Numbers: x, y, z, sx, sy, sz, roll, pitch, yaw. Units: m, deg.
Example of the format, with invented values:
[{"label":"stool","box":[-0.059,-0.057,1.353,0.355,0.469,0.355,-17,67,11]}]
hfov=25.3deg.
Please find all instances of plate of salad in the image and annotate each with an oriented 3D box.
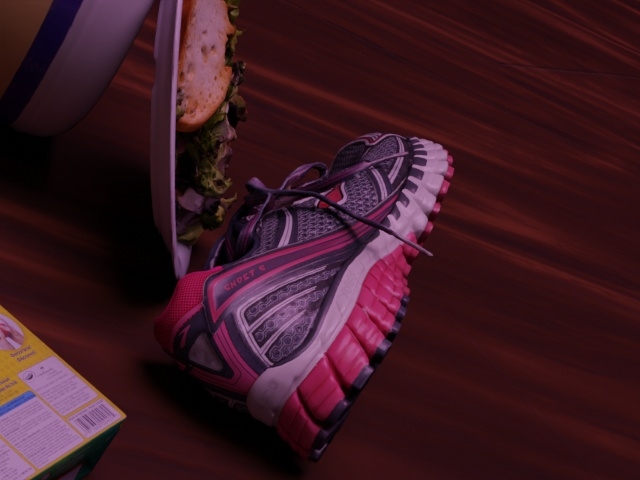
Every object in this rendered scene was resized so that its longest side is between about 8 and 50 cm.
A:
[{"label":"plate of salad","box":[-0.066,-0.075,0.811,0.048,0.200,0.200,2,30,-1]}]

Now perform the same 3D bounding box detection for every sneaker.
[{"label":"sneaker","box":[0.000,0.000,0.835,0.112,0.121,0.299,30,26,-1]}]

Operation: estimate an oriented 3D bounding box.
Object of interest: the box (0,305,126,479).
[{"label":"box","box":[-0.185,0.050,0.626,0.179,0.043,0.105,41,27,11]}]

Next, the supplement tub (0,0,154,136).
[{"label":"supplement tub","box":[-0.250,-0.225,0.806,0.331,0.241,0.241,24,27,-18]}]
